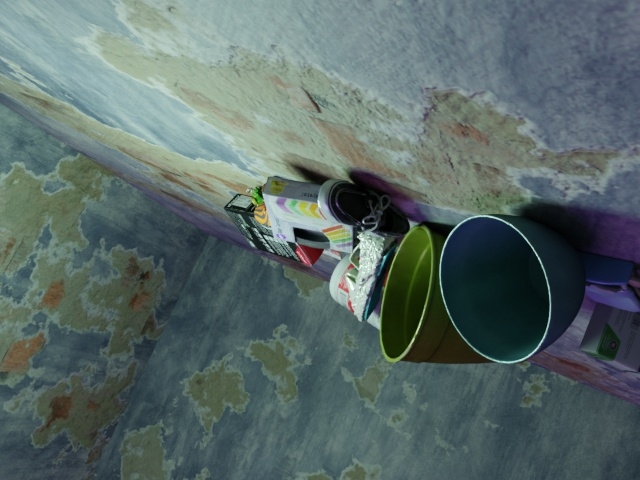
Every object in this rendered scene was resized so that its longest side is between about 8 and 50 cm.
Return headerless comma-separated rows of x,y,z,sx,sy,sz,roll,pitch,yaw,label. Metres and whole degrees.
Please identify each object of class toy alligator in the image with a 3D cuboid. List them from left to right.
-0.210,-0.157,1.984,0.051,0.056,0.190,65,-171,24,toy alligator

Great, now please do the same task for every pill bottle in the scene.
0.248,0.215,2.162,0.408,0.229,0.229,30,176,37,pill bottle

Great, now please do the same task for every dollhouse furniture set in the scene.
0.650,0.183,1.243,0.304,0.198,0.286,16,168,43,dollhouse furniture set

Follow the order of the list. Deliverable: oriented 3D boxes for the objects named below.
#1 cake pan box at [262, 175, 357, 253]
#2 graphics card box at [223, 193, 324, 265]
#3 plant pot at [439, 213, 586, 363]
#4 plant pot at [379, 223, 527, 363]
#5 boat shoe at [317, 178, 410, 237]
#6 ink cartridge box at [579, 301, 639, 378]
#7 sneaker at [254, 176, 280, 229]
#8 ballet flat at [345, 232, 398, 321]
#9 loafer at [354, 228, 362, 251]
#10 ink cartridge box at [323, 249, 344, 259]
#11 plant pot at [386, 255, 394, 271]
-0.022,-0.065,1.630,0.246,0.070,0.266,13,154,9,cake pan box
-0.177,-0.045,2.184,0.371,0.094,0.232,13,145,47,graphics card box
0.410,0.080,1.175,0.196,0.289,0.290,-10,-172,-28,plant pot
0.385,0.173,1.554,0.353,0.366,0.366,13,173,-9,plant pot
0.118,-0.068,1.449,0.105,0.113,0.306,8,165,40,boat shoe
0.771,0.247,1.438,0.209,0.153,0.087,26,172,-3,ink cartridge box
-0.132,-0.124,1.812,0.321,0.124,0.180,-2,151,46,sneaker
0.152,0.101,1.922,0.147,0.147,0.408,23,138,10,ballet flat
0.095,-0.007,1.930,0.268,0.084,0.096,30,169,-30,loafer
0.000,0.000,2.271,0.198,0.067,0.115,22,169,10,ink cartridge box
0.201,0.059,2.070,0.081,0.081,0.083,20,159,28,plant pot
